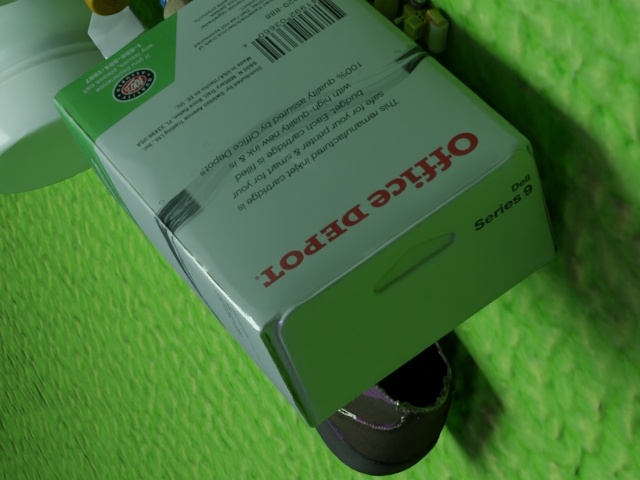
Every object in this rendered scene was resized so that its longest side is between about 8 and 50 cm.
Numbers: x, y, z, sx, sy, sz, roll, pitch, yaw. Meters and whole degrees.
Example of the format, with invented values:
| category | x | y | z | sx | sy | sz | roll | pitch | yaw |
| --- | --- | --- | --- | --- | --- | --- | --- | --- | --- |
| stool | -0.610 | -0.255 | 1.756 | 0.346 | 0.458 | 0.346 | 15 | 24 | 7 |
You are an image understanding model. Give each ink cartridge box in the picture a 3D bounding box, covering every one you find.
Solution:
| category | x | y | z | sx | sy | sz | roll | pitch | yaw |
| --- | --- | --- | --- | --- | --- | --- | --- | --- | --- |
| ink cartridge box | -0.013 | -0.045 | 1.191 | 0.289 | 0.211 | 0.121 | 47 | 167 | 40 |

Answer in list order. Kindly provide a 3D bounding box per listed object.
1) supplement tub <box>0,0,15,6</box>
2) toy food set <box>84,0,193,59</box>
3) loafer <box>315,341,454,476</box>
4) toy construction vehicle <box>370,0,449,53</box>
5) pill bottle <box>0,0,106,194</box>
| category | x | y | z | sx | sy | sz | roll | pitch | yaw |
| --- | --- | --- | --- | --- | --- | --- | --- | --- | --- |
| supplement tub | -0.311 | -0.341 | 1.329 | 0.228 | 0.228 | 0.316 | 31 | 137 | 54 |
| toy food set | -0.136 | -0.195 | 1.453 | 0.104 | 0.111 | 0.232 | 53 | -176 | 31 |
| loafer | 0.000 | 0.000 | 1.355 | 0.366 | 0.133 | 0.130 | 56 | 151 | 4 |
| toy construction vehicle | 0.049 | -0.174 | 1.193 | 0.098 | 0.035 | 0.086 | 52 | 152 | 32 |
| pill bottle | -0.301 | -0.237 | 1.590 | 0.361 | 0.204 | 0.204 | 64 | 156 | 12 |
